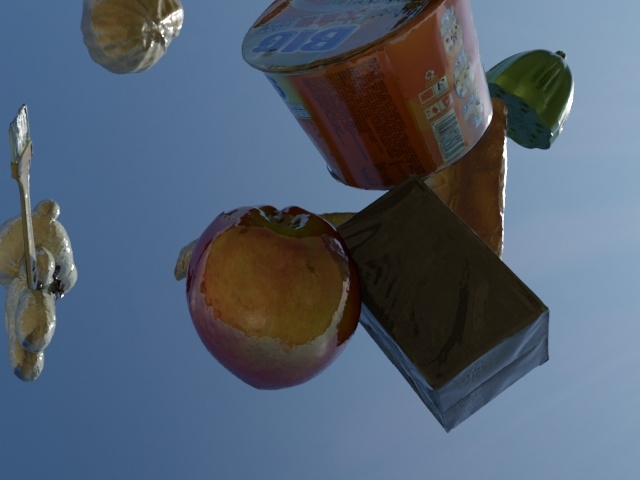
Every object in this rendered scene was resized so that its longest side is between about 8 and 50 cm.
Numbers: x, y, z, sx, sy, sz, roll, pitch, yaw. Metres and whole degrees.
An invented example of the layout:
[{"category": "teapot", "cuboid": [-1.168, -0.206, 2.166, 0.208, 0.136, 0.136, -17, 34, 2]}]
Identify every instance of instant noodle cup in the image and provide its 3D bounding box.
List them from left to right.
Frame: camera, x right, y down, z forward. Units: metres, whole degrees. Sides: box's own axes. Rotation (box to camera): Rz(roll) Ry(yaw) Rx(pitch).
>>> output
[{"category": "instant noodle cup", "cuboid": [0.074, -0.210, 1.113, 0.297, 0.214, 0.296, -18, -144, 14]}]

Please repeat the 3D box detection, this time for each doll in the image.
[{"category": "doll", "cuboid": [-0.432, 0.082, 1.360, 0.175, 0.149, 0.278, -32, -133, 18]}]

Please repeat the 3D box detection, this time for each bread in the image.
[{"category": "bread", "cuboid": [0.222, -0.072, 1.493, 0.149, 0.195, 0.343, 4, -95, -3]}]

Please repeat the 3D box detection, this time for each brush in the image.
[{"category": "brush", "cuboid": [-0.328, -0.039, 0.992, 0.010, 0.218, 0.082, 0, -153, -7]}]

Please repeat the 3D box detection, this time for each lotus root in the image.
[{"category": "lotus root", "cuboid": [0.391, -0.282, 1.611, 0.186, 0.186, 0.186, 2, -110, -6]}]

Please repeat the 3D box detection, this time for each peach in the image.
[{"category": "peach", "cuboid": [-0.048, 0.062, 0.927, 0.198, 0.197, 0.197, 2, -110, -6]}]

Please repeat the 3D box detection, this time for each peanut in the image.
[{"category": "peanut", "cuboid": [-0.330, -0.393, 1.531, 0.174, 0.340, 0.158, -43, -59, 9]}]

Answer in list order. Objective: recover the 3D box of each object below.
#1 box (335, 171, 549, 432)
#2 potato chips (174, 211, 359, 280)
[{"category": "box", "cuboid": [0.128, 0.071, 1.017, 0.149, 0.155, 0.231, -35, -121, -7]}, {"category": "potato chips", "cuboid": [0.000, 0.000, 1.237, 0.407, 0.080, 0.057, -4, -122, -10]}]
